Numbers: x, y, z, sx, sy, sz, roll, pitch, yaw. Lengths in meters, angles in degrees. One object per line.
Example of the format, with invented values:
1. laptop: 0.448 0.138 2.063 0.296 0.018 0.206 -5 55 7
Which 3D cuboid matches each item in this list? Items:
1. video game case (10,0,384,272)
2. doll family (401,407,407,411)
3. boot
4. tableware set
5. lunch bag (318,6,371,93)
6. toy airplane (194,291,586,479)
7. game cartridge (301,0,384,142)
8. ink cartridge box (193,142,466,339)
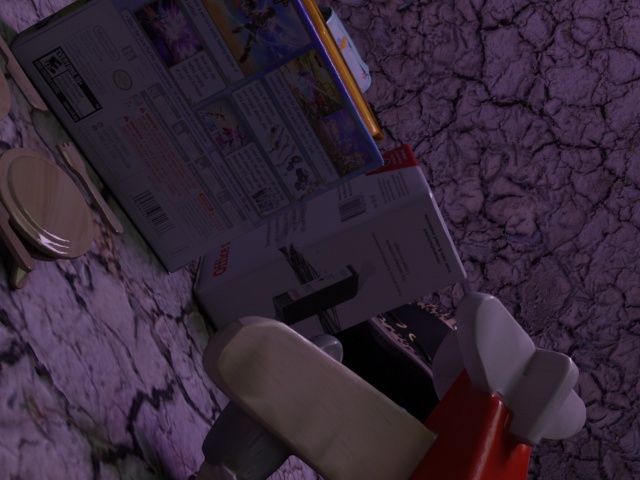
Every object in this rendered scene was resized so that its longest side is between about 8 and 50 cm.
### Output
1. video game case: -0.106 -0.133 0.858 0.269 0.244 0.061 60 9 -30
2. doll family: 0.080 0.348 1.122 0.163 0.118 0.263 -112 -169 -72
3. boot: 0.159 0.215 1.383 0.377 0.138 0.284 46 21 31
4. tableware set: -0.227 -0.064 0.624 0.194 0.039 0.128 58 20 -1
5. lunch bag: -0.043 -0.354 1.901 0.223 0.262 0.160 54 12 -45
6. toy airplane: 0.070 0.231 0.766 0.384 0.272 0.386 -9 85 -49
7. game cartridge: 0.020 -0.321 1.619 0.324 0.052 0.285 65 8 -2
8. ink cartridge box: 0.007 0.014 1.041 0.197 0.273 0.114 -95 161 -69
